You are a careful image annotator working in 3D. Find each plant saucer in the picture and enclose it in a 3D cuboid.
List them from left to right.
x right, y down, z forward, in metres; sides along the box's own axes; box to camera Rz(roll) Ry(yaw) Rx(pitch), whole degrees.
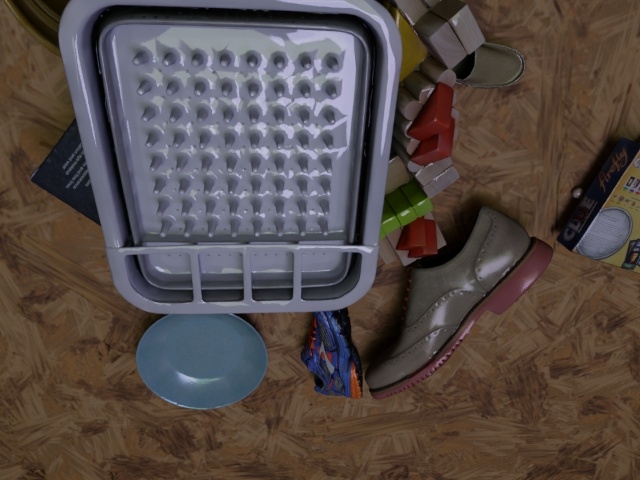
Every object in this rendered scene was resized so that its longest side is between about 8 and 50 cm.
[{"bbox_3d":[-0.179,0.175,0.734,0.195,0.037,0.195,-3,117,-6],"label":"plant saucer"}]

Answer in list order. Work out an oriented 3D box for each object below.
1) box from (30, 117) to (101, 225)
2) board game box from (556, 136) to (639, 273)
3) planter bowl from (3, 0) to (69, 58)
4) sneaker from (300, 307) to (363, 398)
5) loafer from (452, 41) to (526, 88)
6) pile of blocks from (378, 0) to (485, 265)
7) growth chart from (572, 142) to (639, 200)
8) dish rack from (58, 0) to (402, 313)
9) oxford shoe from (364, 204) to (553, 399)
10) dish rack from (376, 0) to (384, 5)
[{"bbox_3d":[-0.212,-0.092,0.564,0.158,0.093,0.156,39,107,-21],"label":"box"},{"bbox_3d":[0.488,-0.030,0.687,0.243,0.042,0.165,16,114,-16],"label":"board game box"},{"bbox_3d":[-0.210,-0.278,0.452,0.217,0.090,0.217,-30,138,-32],"label":"planter bowl"},{"bbox_3d":[0.007,0.161,0.729,0.087,0.083,0.221,-11,114,7],"label":"sneaker"},{"bbox_3d":[0.183,-0.212,0.577,0.148,0.050,0.056,3,116,-8],"label":"loafer"},{"bbox_3d":[0.084,-0.097,0.522,0.149,0.113,0.362,-11,128,-8],"label":"pile of blocks"},{"bbox_3d":[0.503,-0.106,0.686,0.172,0.021,0.237,34,108,-22],"label":"growth chart"},{"bbox_3d":[-0.077,-0.073,0.484,0.285,0.072,0.333,0,123,-5],"label":"dish rack"},{"bbox_3d":[0.167,0.096,0.715,0.130,0.123,0.348,42,108,4],"label":"oxford shoe"},{"bbox_3d":[-0.056,-0.256,0.484,0.271,0.074,0.208,7,115,-24],"label":"dish rack"}]
